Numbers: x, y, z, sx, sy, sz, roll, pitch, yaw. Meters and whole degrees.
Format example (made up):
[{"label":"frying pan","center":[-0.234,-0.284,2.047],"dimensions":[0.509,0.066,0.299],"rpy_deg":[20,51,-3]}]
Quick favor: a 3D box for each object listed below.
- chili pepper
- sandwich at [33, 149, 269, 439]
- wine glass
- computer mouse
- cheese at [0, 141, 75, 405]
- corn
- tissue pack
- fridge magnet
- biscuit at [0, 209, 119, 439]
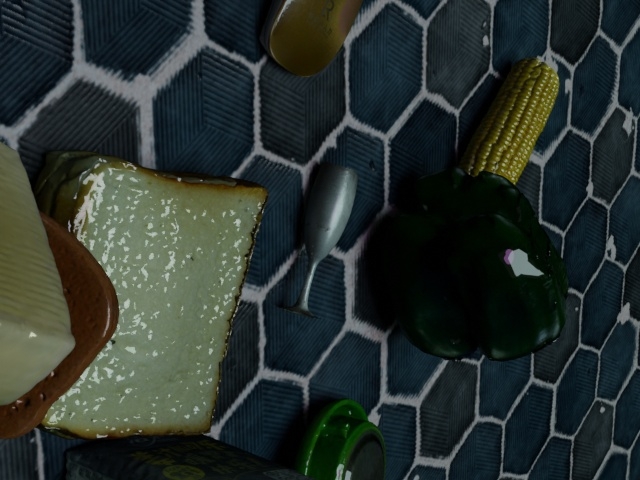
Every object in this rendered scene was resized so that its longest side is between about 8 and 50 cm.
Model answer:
[{"label":"chili pepper","center":[0.214,0.035,1.675],"dimensions":[0.233,0.249,0.256],"rpy_deg":[-72,147,-46]},{"label":"sandwich","center":[-0.201,0.062,1.264],"dimensions":[0.271,0.099,0.301],"rpy_deg":[11,94,-45]},{"label":"wine glass","center":[0.000,0.000,1.526],"dimensions":[0.066,0.066,0.198],"rpy_deg":[22,82,-52]},{"label":"computer mouse","center":[0.004,-0.319,1.438],"dimensions":[0.126,0.056,0.245],"rpy_deg":[32,75,-51]},{"label":"cheese","center":[-0.347,-0.005,0.946],"dimensions":[0.265,0.124,0.242],"rpy_deg":[26,37,-52]},{"label":"corn","center":[0.285,-0.165,1.805],"dimensions":[0.244,0.093,0.093],"rpy_deg":[-61,140,-19]},{"label":"tissue pack","center":[-0.129,0.276,1.289],"dimensions":[0.185,0.257,0.081],"rpy_deg":[0,99,-50]},{"label":"fridge magnet","center":[0.026,0.320,1.627],"dimensions":[0.208,0.088,0.208],"rpy_deg":[-22,115,-60]},{"label":"biscuit","center":[-0.296,0.069,1.130],"dimensions":[0.192,0.186,0.036],"rpy_deg":[-49,174,2]}]
